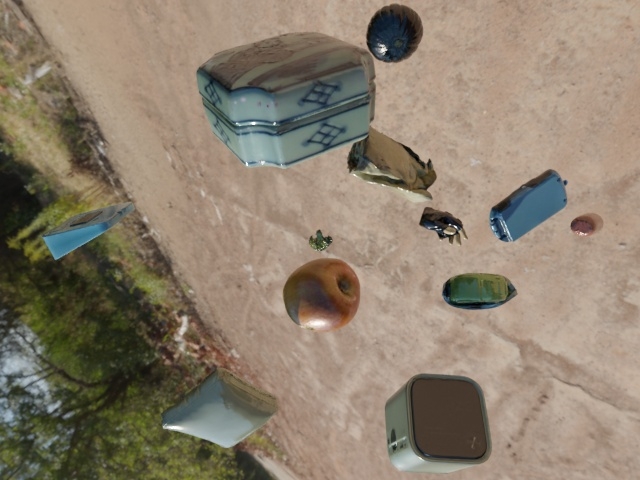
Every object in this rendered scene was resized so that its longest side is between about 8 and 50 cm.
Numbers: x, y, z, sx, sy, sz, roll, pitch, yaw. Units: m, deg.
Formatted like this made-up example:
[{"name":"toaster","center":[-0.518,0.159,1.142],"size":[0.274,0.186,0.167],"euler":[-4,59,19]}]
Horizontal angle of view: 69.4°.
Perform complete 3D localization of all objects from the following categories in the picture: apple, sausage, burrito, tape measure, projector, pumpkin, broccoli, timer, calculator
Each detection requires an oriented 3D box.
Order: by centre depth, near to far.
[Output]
[{"name":"sausage","center":[0.727,-0.043,1.257],"size":[0.062,0.154,0.062],"euler":[7,101,40]},{"name":"tape measure","center":[0.448,0.147,1.326],"size":[0.200,0.106,0.175],"euler":[-7,167,41]},{"name":"projector","center":[0.354,0.576,1.442],"size":[0.248,0.248,0.249],"euler":[6,147,-7]},{"name":"apple","center":[0.002,0.184,1.515],"size":[0.242,0.242,0.241],"euler":[49,133,-11]},{"name":"pumpkin","center":[0.242,-0.681,1.528],"size":[0.150,0.194,0.194],"euler":[55,171,51]},{"name":"calculator","center":[0.692,-0.114,1.529],"size":[0.173,0.293,0.051],"euler":[53,-175,-32]},{"name":"timer","center":[-0.777,-0.043,1.585],"size":[0.250,0.232,0.091],"euler":[-15,110,9]},{"name":"burrito","center":[0.256,-0.253,1.650],"size":[0.332,0.190,0.135],"euler":[24,142,-19]},{"name":"broccoli","center":[0.000,0.000,1.965],"size":[0.097,0.095,0.092],"euler":[-149,44,-77]}]

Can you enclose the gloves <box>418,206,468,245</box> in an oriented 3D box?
[{"name":"gloves","center":[0.504,-0.056,1.880],"size":[0.203,0.124,0.164],"euler":[21,-172,13]}]

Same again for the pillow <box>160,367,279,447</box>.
[{"name":"pillow","center":[-0.302,0.536,1.453],"size":[0.322,0.255,0.120],"euler":[48,-174,-44]}]

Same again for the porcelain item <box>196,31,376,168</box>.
[{"name":"porcelain item","center":[-0.061,-0.270,0.846],"size":[0.286,0.281,0.157],"euler":[47,153,45]}]
